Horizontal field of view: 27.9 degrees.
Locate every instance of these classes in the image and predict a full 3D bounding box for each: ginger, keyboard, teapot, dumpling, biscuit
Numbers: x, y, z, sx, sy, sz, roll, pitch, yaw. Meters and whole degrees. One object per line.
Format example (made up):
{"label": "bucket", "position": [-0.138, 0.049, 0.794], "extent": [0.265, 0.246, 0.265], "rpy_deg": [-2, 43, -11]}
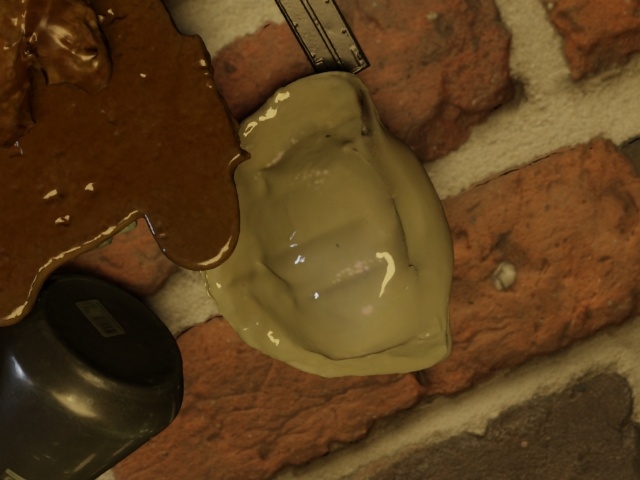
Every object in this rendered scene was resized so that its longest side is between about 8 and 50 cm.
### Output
{"label": "ginger", "position": [-0.348, -0.281, 1.418], "extent": [0.274, 0.152, 0.357], "rpy_deg": [16, 95, -18]}
{"label": "keyboard", "position": [-0.014, -0.280, 1.570], "extent": [0.067, 0.011, 0.202], "rpy_deg": [-30, 115, 4]}
{"label": "teapot", "position": [-0.369, 0.220, 1.636], "extent": [0.300, 0.253, 0.344], "rpy_deg": [38, 111, 0]}
{"label": "dumpling", "position": [0.000, 0.000, 1.591], "extent": [0.315, 0.233, 0.395], "rpy_deg": [-15, 102, 2]}
{"label": "biscuit", "position": [-0.286, -0.090, 1.510], "extent": [0.394, 0.076, 0.368], "rpy_deg": [-25, 84, 2]}

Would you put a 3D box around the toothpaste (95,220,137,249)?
{"label": "toothpaste", "position": [-0.356, 0.010, 1.644], "extent": [0.255, 0.037, 0.067], "rpy_deg": [-17, 116, 4]}
